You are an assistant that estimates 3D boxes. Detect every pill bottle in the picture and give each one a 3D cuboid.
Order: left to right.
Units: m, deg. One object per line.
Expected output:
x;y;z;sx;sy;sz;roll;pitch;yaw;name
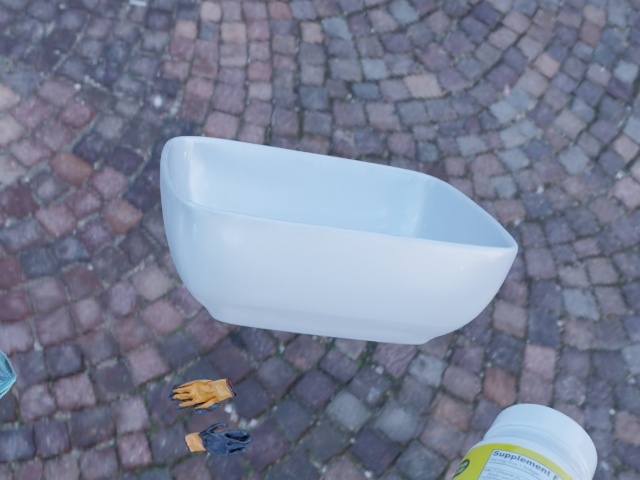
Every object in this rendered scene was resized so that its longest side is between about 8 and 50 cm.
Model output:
0.155;0.242;0.835;0.119;0.119;0.208;35;45;7;pill bottle

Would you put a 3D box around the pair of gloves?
-0.104;0.167;0.933;0.010;0.074;0.083;-49;124;-59;pair of gloves

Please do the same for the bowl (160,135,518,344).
0.000;0.000;0.426;0.142;0.053;0.142;7;16;-12;bowl

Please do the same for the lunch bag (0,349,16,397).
-0.476;0.159;1.024;0.223;0.262;0.160;-29;62;11;lunch bag
